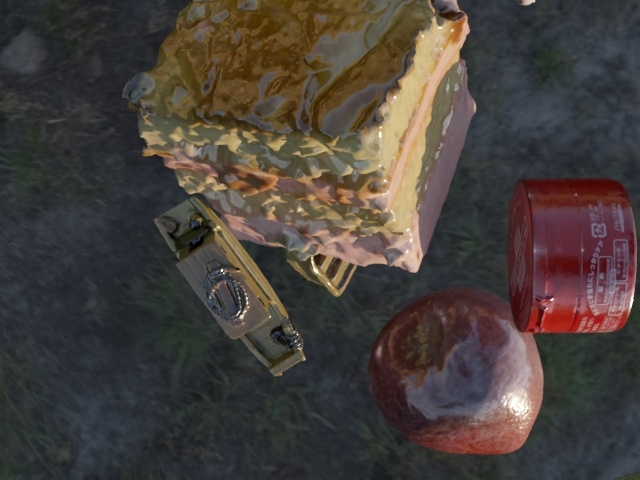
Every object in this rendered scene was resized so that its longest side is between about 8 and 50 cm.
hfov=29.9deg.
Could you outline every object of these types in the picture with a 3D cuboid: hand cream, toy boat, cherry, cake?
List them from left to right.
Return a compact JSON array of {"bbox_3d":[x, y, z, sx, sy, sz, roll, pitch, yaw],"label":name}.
[{"bbox_3d":[-0.083,0.048,1.149,0.057,0.077,0.200,-32,111,7],"label":"toy boat"},{"bbox_3d":[0.000,0.000,1.834,0.116,0.061,0.188,-63,151,-16],"label":"toy boat"},{"bbox_3d":[0.004,-0.152,1.364,0.293,0.314,0.307,-65,153,-20],"label":"cake"},{"bbox_3d":[0.193,0.181,1.643,0.239,0.206,0.239,-16,139,-14],"label":"cherry"},{"bbox_3d":[0.297,0.018,1.439,0.125,0.193,0.193,1,94,-1],"label":"hand cream"}]

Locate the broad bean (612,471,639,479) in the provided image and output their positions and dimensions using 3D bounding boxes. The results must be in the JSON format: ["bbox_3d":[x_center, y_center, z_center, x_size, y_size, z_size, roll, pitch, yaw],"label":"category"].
[{"bbox_3d":[0.162,0.217,0.573,0.072,0.153,0.207,-20,125,-40],"label":"broad bean"}]

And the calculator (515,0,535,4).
[{"bbox_3d":[0.224,-0.376,1.559,0.032,0.100,0.175,-42,125,6],"label":"calculator"}]
